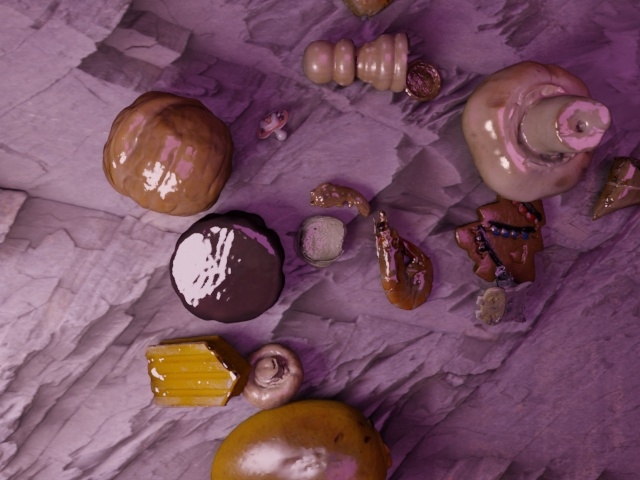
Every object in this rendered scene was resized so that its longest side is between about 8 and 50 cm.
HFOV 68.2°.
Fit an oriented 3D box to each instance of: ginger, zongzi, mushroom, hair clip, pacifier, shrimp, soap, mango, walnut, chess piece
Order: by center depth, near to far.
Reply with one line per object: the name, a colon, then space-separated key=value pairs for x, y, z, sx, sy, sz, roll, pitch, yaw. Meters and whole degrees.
walnut: x=-0.337 y=-0.196 z=1.079 sx=0.296 sy=0.285 sz=0.285 roll=34 pitch=89 yaw=28
soap: x=-0.294 y=0.320 z=1.155 sx=0.257 sy=0.080 sz=0.160 roll=-8 pitch=93 yaw=20
mushroom: x=0.519 y=-0.271 z=1.186 sx=0.325 sy=0.353 sz=0.353 roll=12 pitch=93 yaw=22
mango: x=-0.057 y=0.559 z=1.186 sx=0.445 sy=0.220 sz=0.301 roll=-12 pitch=77 yaw=6
chess piece: x=0.085 y=-0.451 z=1.190 sx=0.260 sy=0.143 sz=0.143 roll=1 pitch=94 yaw=-1
mushroom: x=-0.126 y=0.340 z=1.198 sx=0.166 sy=0.166 sz=0.127 roll=-20 pitch=137 yaw=-6
pacifier: x=-0.113 y=-0.289 z=1.207 sx=0.099 sy=0.081 sz=0.078 roll=-29 pitch=132 yaw=19
ginger: x=0.057 y=-0.109 z=1.244 sx=0.173 sy=0.051 sz=0.070 roll=12 pitch=96 yaw=-7
shrimp: x=0.225 y=0.049 z=1.272 sx=0.152 sy=0.063 sz=0.287 roll=-16 pitch=99 yaw=-9
hair clip: x=0.502 y=0.162 z=1.304 sx=0.146 sy=0.056 sz=0.187 roll=-7 pitch=114 yaw=2
zongzi: x=0.882 y=-0.121 z=1.339 sx=0.194 sy=0.099 sz=0.197 roll=19 pitch=102 yaw=-9

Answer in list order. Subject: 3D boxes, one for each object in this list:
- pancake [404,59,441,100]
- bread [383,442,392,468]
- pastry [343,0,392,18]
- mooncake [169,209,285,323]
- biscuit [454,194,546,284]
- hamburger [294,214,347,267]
pancake: x=0.274 y=-0.430 z=1.271 sx=0.114 sy=0.011 sz=0.115 roll=-1 pitch=94 yaw=-10
bread: x=0.120 y=0.627 z=1.290 sx=0.119 sy=0.084 sz=0.177 roll=39 pitch=84 yaw=-9
pastry: x=0.127 y=-0.676 z=1.192 sx=0.192 sy=0.093 sz=0.182 roll=-42 pitch=96 yaw=-3
mooncake: x=-0.223 y=0.063 z=1.172 sx=0.283 sy=0.141 sz=0.283 roll=0 pitch=100 yaw=0
biscuit: x=0.522 y=-0.027 z=1.317 sx=0.278 sy=0.043 sz=0.302 roll=26 pitch=90 yaw=-9
hamburger: x=0.000 y=0.000 z=1.238 sx=0.133 sy=0.062 sz=0.140 roll=20 pitch=89 yaw=-10
